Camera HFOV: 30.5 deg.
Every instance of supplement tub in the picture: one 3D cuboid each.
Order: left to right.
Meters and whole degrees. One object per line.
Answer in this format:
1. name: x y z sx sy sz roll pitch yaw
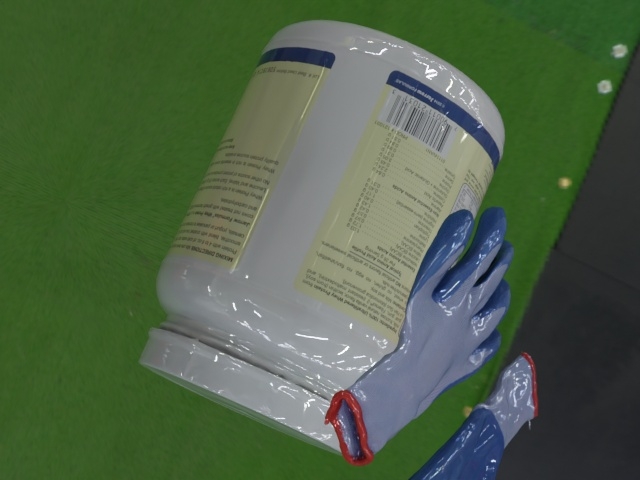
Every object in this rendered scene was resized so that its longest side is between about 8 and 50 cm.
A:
1. supplement tub: 0.000 0.000 1.025 0.235 0.235 0.324 27 79 -12

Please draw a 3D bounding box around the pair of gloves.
1. pair of gloves: 0.062 0.086 0.586 0.159 0.023 0.198 -45 137 -36
